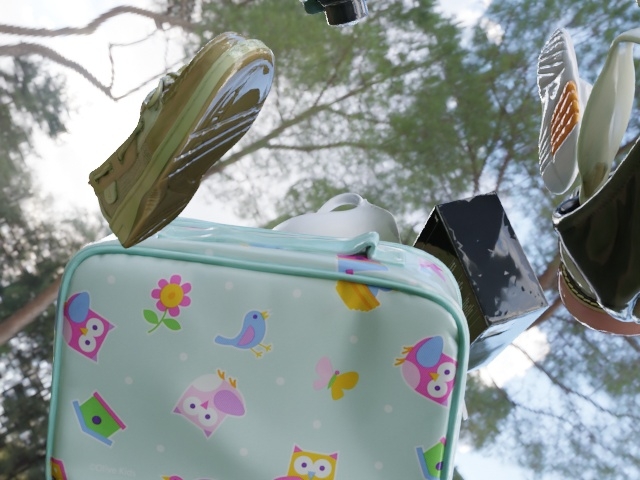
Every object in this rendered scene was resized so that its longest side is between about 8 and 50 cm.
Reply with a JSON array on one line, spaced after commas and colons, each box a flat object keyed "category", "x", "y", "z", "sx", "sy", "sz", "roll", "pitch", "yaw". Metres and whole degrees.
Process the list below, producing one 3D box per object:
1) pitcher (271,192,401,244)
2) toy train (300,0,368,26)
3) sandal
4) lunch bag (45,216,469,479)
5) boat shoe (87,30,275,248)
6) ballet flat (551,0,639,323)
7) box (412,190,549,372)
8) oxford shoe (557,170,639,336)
[{"category": "pitcher", "x": 0.000, "y": 0.000, "z": 1.326, "sx": 0.178, "sy": 0.207, "sz": 0.125, "roll": 50, "pitch": -19, "yaw": 57}, {"category": "toy train", "x": -0.009, "y": -0.429, "z": 1.024, "sx": 0.190, "sy": 0.142, "sz": 0.334, "roll": -92, "pitch": 166, "yaw": -69}, {"category": "sandal", "x": 0.355, "y": -0.183, "z": 1.166, "sx": 0.102, "sy": 0.076, "sz": 0.265, "roll": 121, "pitch": -21, "yaw": -59}, {"category": "lunch bag", "x": -0.036, "y": 0.096, "z": 0.574, "sx": 0.108, "sy": 0.279, "sz": 0.224, "roll": -58, "pitch": 155, "yaw": -80}, {"category": "boat shoe", "x": -0.072, "y": -0.050, "z": 0.394, "sx": 0.048, "sy": 0.056, "sz": 0.153, "roll": 51, "pitch": -37, "yaw": 4}, {"category": "ballet flat", "x": 0.159, "y": -0.073, "z": 0.332, "sx": 0.096, "sy": 0.095, "sz": 0.280, "roll": 50, "pitch": -35, "yaw": 28}, {"category": "box", "x": 0.209, "y": 0.075, "z": 1.233, "sx": 0.261, "sy": 0.103, "sz": 0.184, "roll": 109, "pitch": -38, "yaw": -63}, {"category": "oxford shoe", "x": 0.341, "y": -0.028, "z": 0.592, "sx": 0.130, "sy": 0.348, "sz": 0.123, "roll": 66, "pitch": 8, "yaw": -49}]
